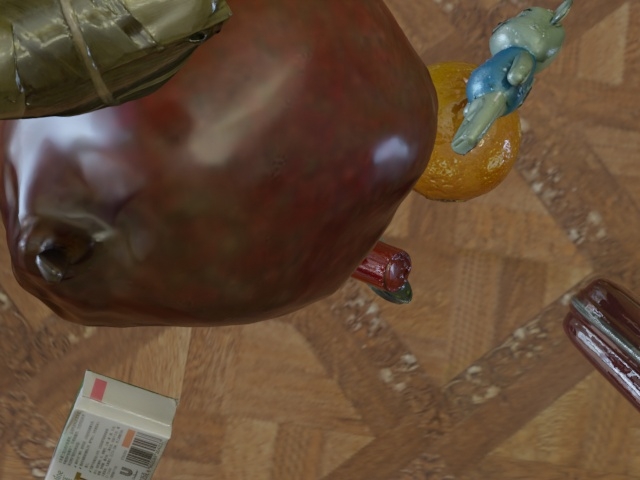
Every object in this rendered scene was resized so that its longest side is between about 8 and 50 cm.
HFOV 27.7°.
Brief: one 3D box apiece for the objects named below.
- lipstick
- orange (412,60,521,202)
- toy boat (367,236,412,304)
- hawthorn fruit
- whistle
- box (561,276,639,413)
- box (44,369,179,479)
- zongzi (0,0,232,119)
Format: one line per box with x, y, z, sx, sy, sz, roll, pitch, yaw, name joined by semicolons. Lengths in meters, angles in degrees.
0.001;0.001;1.853;0.280;0.073;0.073;22;75;31;lipstick
0.156;-0.133;1.570;0.178;0.155;0.177;-2;40;1;orange
0.088;0.043;1.887;0.055;0.060;0.141;-17;54;-32;toy boat
-0.083;-0.066;0.945;0.308;0.308;0.324;35;75;0;hawthorn fruit
0.204;-0.184;1.437;0.077;0.114;0.235;42;58;-9;whistle
0.472;0.194;1.618;0.263;0.404;0.108;27;105;-42;box
-0.287;0.282;1.758;0.135;0.199;0.081;21;35;-9;box
-0.143;-0.087;0.649;0.176;0.160;0.078;-31;90;-19;zongzi
